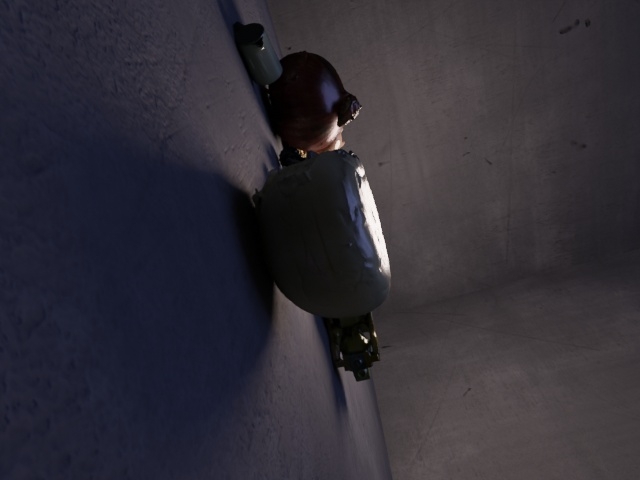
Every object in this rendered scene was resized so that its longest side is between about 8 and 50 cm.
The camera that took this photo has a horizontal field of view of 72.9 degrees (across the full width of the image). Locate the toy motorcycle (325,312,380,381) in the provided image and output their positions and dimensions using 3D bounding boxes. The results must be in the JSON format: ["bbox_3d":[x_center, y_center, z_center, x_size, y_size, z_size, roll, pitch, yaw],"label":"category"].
[{"bbox_3d":[0.101,0.273,1.466,0.237,0.168,0.411,29,46,-81],"label":"toy motorcycle"}]

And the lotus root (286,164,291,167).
[{"bbox_3d":[-0.032,-0.063,1.188,0.314,0.141,0.169,63,-3,13],"label":"lotus root"}]

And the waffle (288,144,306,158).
[{"bbox_3d":[-0.089,-0.342,1.818,0.325,0.068,0.302,64,12,-73],"label":"waffle"}]

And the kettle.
[{"bbox_3d":[-0.183,-0.556,1.276,0.148,0.098,0.127,60,21,-58],"label":"kettle"}]

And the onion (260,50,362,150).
[{"bbox_3d":[-0.051,-0.494,1.557,0.353,0.353,0.354,-15,90,-85],"label":"onion"}]

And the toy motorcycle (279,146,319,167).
[{"bbox_3d":[-0.037,-0.186,1.432,0.106,0.159,0.271,-53,129,-56],"label":"toy motorcycle"}]

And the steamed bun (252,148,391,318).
[{"bbox_3d":[0.000,0.000,0.846,0.334,0.232,0.312,15,62,-74],"label":"steamed bun"}]

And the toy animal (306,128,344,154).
[{"bbox_3d":[-0.020,-0.457,1.988,0.154,0.250,0.167,-34,122,-50],"label":"toy animal"}]
